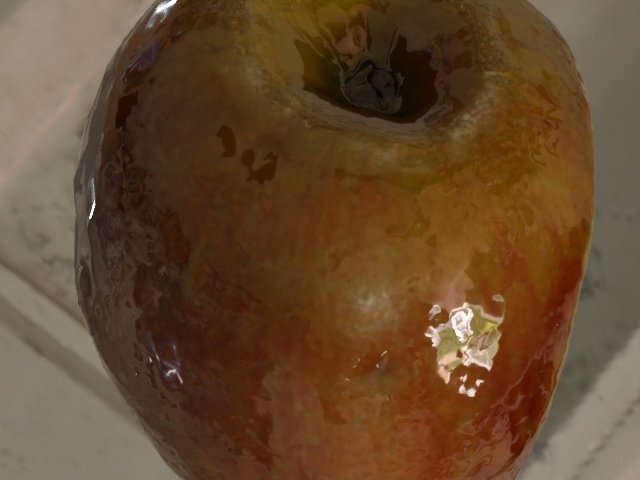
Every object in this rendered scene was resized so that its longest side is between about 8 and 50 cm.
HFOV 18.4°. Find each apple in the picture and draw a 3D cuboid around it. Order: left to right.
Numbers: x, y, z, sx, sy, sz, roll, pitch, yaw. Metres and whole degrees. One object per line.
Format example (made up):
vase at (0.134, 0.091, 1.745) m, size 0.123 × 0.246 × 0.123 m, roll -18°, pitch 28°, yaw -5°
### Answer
apple at (0.000, 0.000, 0.643) m, size 0.160 × 0.173 × 0.195 m, roll -1°, pitch -132°, yaw -3°
